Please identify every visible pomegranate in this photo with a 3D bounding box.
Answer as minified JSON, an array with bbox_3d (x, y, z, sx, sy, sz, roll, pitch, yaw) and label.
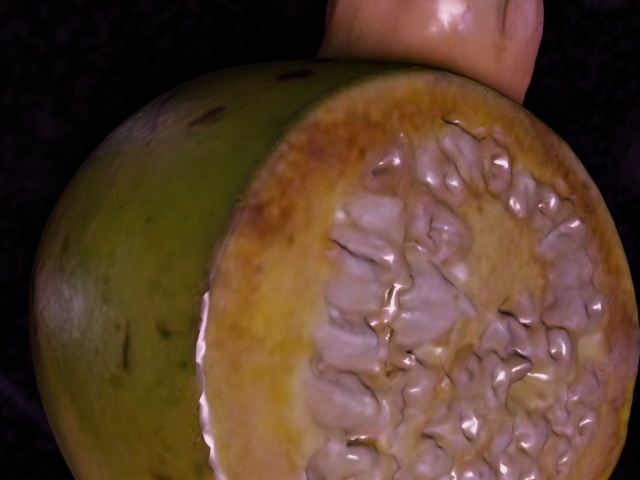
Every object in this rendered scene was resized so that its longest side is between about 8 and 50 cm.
[{"bbox_3d":[-0.011,0.005,0.564,0.190,0.159,0.241,-9,100,-38],"label":"pomegranate"}]
